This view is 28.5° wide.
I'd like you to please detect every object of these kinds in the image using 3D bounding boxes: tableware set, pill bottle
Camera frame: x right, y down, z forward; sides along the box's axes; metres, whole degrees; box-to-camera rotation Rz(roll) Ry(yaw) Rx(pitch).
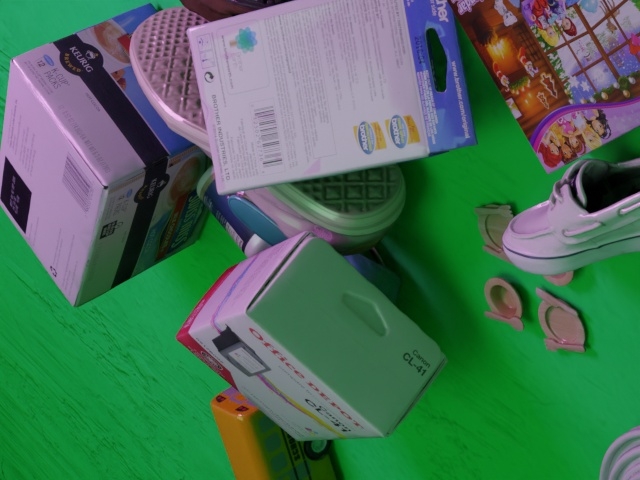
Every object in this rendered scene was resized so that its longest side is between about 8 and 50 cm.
[{"bbox_3d":[0.220,0.041,1.332,0.141,0.020,0.169,23,132,47],"label":"tableware set"},{"bbox_3d":[-0.077,-0.030,1.647,0.169,0.094,0.094,50,148,17],"label":"pill bottle"}]

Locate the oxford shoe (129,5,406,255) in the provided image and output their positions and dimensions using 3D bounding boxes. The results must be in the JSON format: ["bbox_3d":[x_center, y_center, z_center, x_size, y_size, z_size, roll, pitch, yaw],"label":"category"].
[{"bbox_3d":[-0.074,-0.129,1.508,0.449,0.169,0.130,41,158,27],"label":"oxford shoe"}]

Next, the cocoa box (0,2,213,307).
[{"bbox_3d":[-0.291,-0.113,1.766,0.231,0.228,0.347,52,149,15],"label":"cocoa box"}]

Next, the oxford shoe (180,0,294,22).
[{"bbox_3d":[-0.096,-0.293,1.490,0.227,0.083,0.096,27,154,45],"label":"oxford shoe"}]

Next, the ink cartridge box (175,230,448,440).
[{"bbox_3d":[-0.022,0.126,1.515,0.226,0.131,0.306,42,161,-9],"label":"ink cartridge box"}]

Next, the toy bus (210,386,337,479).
[{"bbox_3d":[-0.047,0.365,1.893,0.108,0.130,0.333,12,125,53],"label":"toy bus"}]

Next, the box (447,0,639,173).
[{"bbox_3d":[0.242,-0.196,1.061,0.201,0.057,0.293,60,150,1],"label":"box"}]

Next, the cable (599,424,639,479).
[{"bbox_3d":[0.388,0.280,1.211,0.257,0.089,0.257,5,118,56],"label":"cable"}]

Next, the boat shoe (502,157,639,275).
[{"bbox_3d":[0.253,-0.036,1.135,0.258,0.095,0.084,-17,122,49],"label":"boat shoe"}]

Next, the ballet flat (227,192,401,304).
[{"bbox_3d":[0.000,0.000,1.552,0.247,0.087,0.083,40,159,9],"label":"ballet flat"}]

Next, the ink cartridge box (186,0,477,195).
[{"bbox_3d":[0.015,-0.162,1.308,0.311,0.065,0.186,-9,93,32],"label":"ink cartridge box"}]
